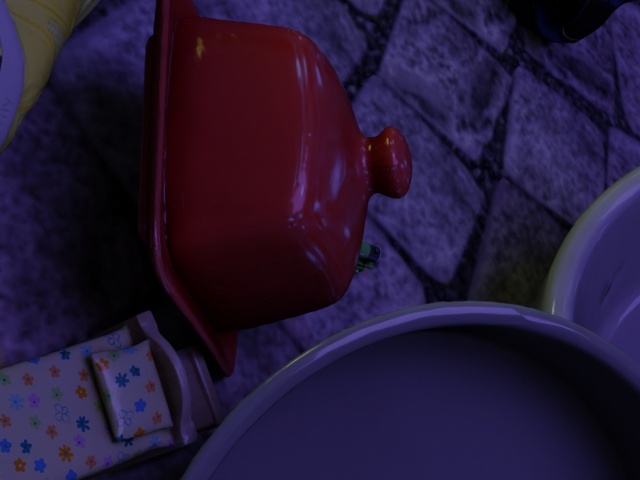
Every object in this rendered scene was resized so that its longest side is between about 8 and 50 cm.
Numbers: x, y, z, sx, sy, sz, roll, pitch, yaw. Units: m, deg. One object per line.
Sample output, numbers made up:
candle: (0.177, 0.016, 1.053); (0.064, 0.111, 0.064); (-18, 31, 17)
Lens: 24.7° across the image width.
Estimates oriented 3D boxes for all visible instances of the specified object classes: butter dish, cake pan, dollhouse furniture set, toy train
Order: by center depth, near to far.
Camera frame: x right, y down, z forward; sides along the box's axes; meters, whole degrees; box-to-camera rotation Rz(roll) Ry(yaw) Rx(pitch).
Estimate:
dollhouse furniture set: (-0.117, 0.023, 0.619); (0.182, 0.101, 0.161); (-17, 84, -47)
cake pan: (0.049, 0.170, 0.659); (0.293, 0.054, 0.293); (-2, 96, -21)
butter dish: (-0.015, -0.032, 0.696); (0.160, 0.118, 0.160); (70, 18, -65)
toy train: (0.000, 0.000, 0.801); (0.083, 0.024, 0.017); (19, 60, -38)

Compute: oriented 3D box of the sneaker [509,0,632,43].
sneaker: (0.201, -0.227, 1.044); (0.316, 0.127, 0.182); (-1, 76, -37)

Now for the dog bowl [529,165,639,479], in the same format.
dog bowl: (0.275, 0.080, 0.816); (0.102, 0.349, 0.348); (84, 18, -52)

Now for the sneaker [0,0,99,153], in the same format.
sneaker: (-0.109, -0.177, 0.674); (0.147, 0.145, 0.384); (34, 47, -31)
